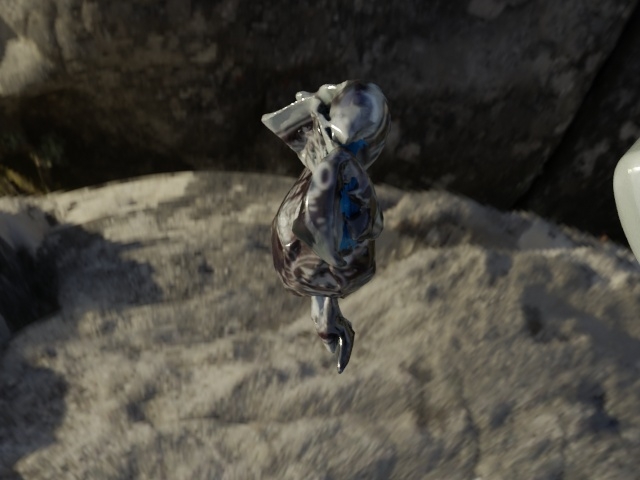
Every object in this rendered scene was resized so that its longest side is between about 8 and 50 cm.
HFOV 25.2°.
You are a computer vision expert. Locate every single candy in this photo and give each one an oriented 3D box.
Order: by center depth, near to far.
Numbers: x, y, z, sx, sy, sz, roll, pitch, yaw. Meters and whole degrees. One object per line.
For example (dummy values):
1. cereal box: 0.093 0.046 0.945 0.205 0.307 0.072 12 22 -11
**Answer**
1. candy: 0.001 0.000 0.630 0.051 0.226 0.094 0 76 -2

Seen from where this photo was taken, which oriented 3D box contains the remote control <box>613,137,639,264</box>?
1. remote control: 0.143 -0.031 0.534 0.027 0.184 0.049 -14 101 31
